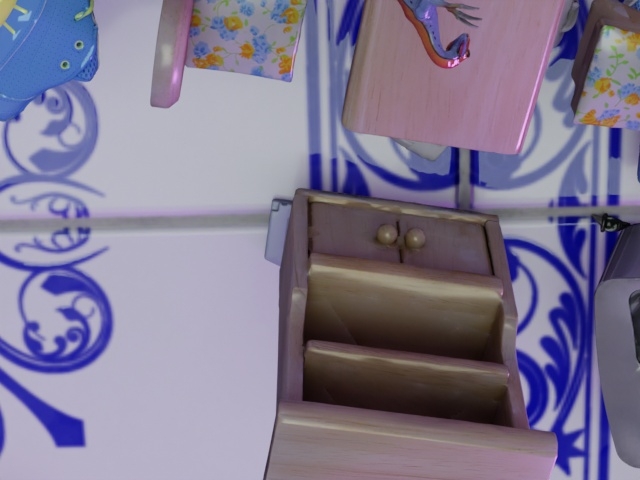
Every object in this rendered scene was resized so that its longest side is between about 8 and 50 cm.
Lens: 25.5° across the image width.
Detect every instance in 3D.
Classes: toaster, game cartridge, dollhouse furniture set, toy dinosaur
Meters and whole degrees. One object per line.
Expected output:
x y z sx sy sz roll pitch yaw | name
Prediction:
0.288 0.073 1.041 0.185 0.110 0.168 -1 113 26 | toaster
0.000 0.000 1.095 0.083 0.017 0.056 9 104 -2 | game cartridge
0.076 -0.064 0.861 0.362 0.256 0.394 8 124 -6 | dollhouse furniture set
0.053 -0.133 0.760 0.090 0.047 0.082 10 115 28 | toy dinosaur

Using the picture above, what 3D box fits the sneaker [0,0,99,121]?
-0.171 -0.176 0.880 0.126 0.091 0.240 31 108 -31 | sneaker

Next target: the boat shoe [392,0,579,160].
0.137 -0.166 1.002 0.088 0.096 0.267 36 106 -16 | boat shoe

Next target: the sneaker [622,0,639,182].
0.251 -0.139 1.023 0.081 0.080 0.211 9 97 5 | sneaker
